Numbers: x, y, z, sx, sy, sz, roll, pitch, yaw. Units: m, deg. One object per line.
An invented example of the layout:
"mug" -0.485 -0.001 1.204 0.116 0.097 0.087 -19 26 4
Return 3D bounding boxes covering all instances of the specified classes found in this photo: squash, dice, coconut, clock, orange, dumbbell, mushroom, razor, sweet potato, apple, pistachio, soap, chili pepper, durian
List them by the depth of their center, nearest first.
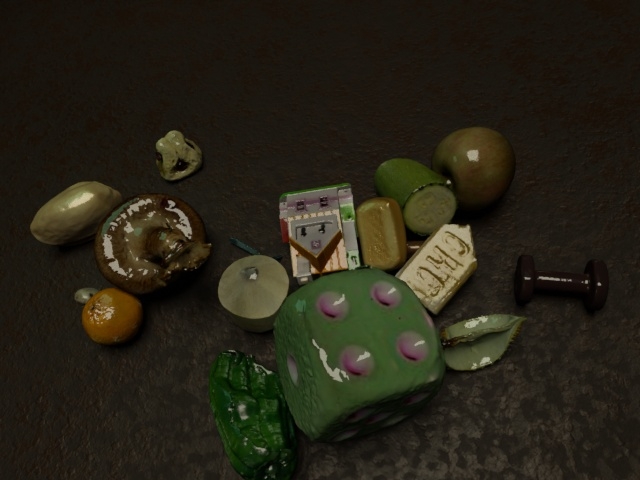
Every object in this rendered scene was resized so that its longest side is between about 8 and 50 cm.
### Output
"dice" 0.084 0.277 1.244 0.331 0.318 0.322 -9 56 -23
"chili pepper" -0.177 0.449 1.316 0.167 0.213 0.385 -61 34 22
"durian" 0.409 0.251 1.349 0.252 0.139 0.144 -9 53 5
"dumbbell" 0.649 0.113 1.398 0.226 0.124 0.140 5 60 13
"soap" 0.347 0.068 1.459 0.160 0.080 0.257 40 88 16
"coconut" -0.184 0.147 1.467 0.202 0.222 0.202 -2 55 4
"orange" -0.622 0.226 1.541 0.178 0.155 0.177 2 62 -3
"mushroom" -0.517 0.010 1.548 0.331 0.356 0.334 -36 87 -4
"sweet potato" 0.282 0.029 1.554 0.282 0.067 0.059 -14 20 7
"apple" 0.470 -0.218 1.561 0.234 0.256 0.256 -18 56 -18
"clock" 0.000 0.000 1.563 0.235 0.166 0.309 -9 50 5
"squash" 0.290 -0.151 1.596 0.189 0.189 0.260 -19 31 -2
"mushroom" -0.736 0.192 1.633 0.085 0.085 0.079 14 96 18
"razor" -0.218 0.034 1.657 0.190 0.033 0.066 23 20 25
"pistachio" -0.822 -0.089 1.760 0.299 0.187 0.187 -34 59 -4

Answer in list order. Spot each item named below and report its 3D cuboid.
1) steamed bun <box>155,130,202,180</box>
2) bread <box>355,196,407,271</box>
"steamed bun" -0.525 -0.319 1.854 0.172 0.155 0.140 -32 58 -11
"bread" 0.183 -0.018 1.493 0.147 0.098 0.217 -6 92 40
